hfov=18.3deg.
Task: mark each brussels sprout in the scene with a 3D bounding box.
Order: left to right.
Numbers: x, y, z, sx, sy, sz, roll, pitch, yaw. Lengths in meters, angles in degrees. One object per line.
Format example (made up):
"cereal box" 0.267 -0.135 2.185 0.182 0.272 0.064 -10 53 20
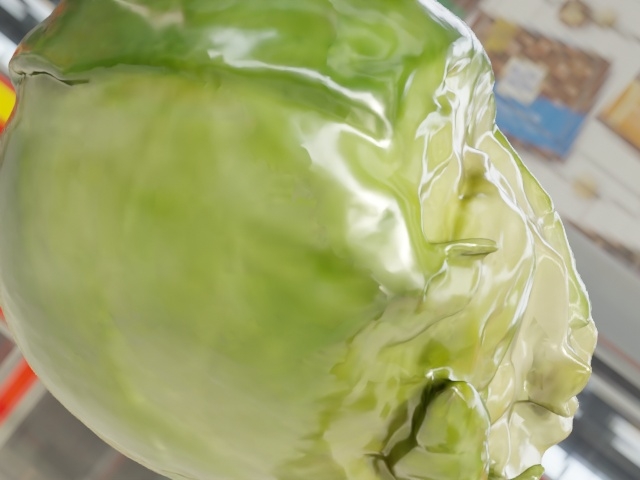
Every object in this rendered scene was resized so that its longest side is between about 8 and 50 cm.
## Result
"brussels sprout" -0.008 -0.002 0.504 0.145 0.131 0.183 10 -27 22
